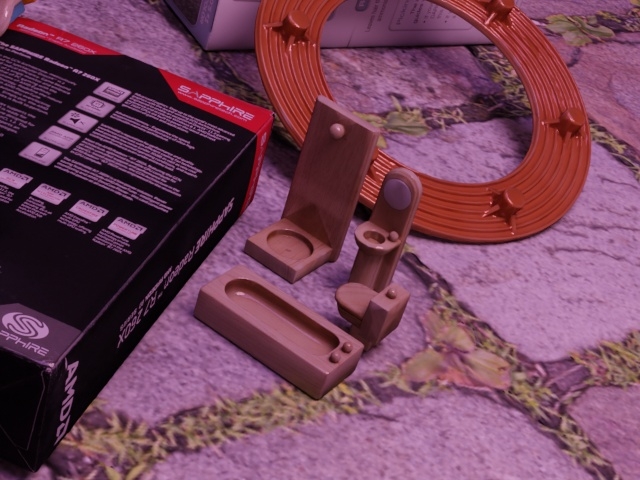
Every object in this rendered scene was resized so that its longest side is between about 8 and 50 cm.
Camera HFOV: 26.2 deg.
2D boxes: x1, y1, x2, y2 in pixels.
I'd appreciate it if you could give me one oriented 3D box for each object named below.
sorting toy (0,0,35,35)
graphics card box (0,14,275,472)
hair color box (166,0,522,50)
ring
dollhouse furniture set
[{"bbox_3d":[-0.303,-0.183,1.109,0.193,0.038,0.208,-14,28,14],"label":"sorting toy"},{"bbox_3d":[-0.203,-0.021,0.949,0.232,0.094,0.371,22,33,7],"label":"graphics card box"},{"bbox_3d":[0.046,-0.299,1.382,0.374,0.185,0.113,-7,41,-33],"label":"hair color box"},{"bbox_3d":[0.102,-0.146,1.227,0.336,0.032,0.337,15,52,-20],"label":"ring"},{"bbox_3d":[0.000,0.000,0.988,0.144,0.123,0.151,32,36,21],"label":"dollhouse furniture set"}]
